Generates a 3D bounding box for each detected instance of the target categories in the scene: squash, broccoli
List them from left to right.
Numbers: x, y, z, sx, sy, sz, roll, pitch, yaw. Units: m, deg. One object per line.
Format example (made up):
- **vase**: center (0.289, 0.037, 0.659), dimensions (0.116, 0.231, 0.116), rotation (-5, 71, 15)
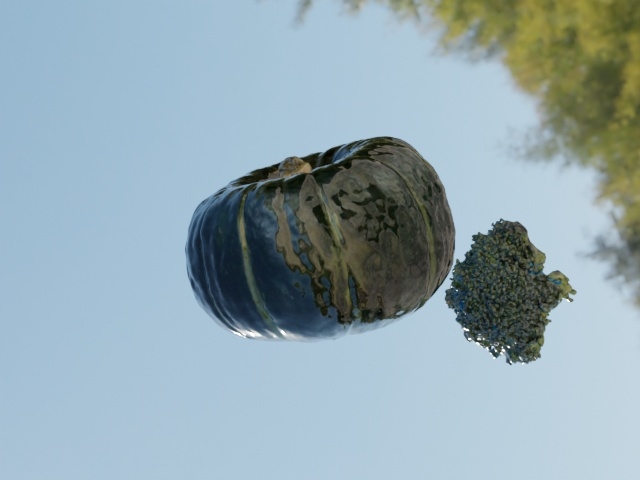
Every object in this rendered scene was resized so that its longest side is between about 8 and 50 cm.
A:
- **squash**: center (0.000, 0.000, 1.397), dimensions (0.252, 0.252, 0.165), rotation (-45, -54, -68)
- **broccoli**: center (0.226, 0.054, 1.771), dimensions (0.167, 0.154, 0.160), rotation (48, -138, -7)
